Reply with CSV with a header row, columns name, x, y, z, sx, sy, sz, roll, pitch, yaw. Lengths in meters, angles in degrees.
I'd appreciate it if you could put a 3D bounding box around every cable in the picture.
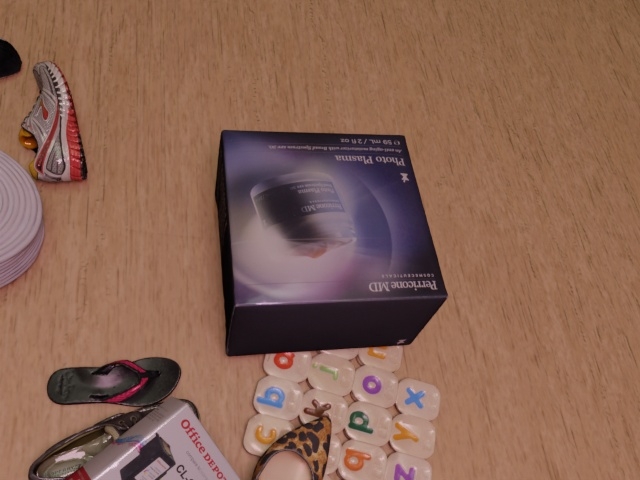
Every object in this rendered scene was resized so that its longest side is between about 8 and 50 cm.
name,x,y,z,sx,sy,sz,roll,pitch,yaw
cable,-0.523,-0.042,0.854,0.257,0.089,0.257,-7,60,-36

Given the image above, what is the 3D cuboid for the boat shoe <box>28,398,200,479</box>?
name,x,y,z,sx,sy,sz,roll,pitch,yaw
boat shoe,-0.262,0.268,0.794,0.223,0.073,0.080,-19,69,-21

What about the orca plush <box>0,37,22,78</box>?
name,x,y,z,sx,sy,sz,roll,pitch,yaw
orca plush,-0.651,-0.346,1.002,0.287,0.102,0.151,23,60,-1

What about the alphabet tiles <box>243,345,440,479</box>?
name,x,y,z,sx,sy,sz,roll,pitch,yaw
alphabet tiles,0.037,0.262,0.901,0.278,0.021,0.284,16,61,-5

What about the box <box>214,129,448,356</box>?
name,x,y,z,sx,sy,sz,roll,pitch,yaw
box,0.000,0.000,0.925,0.296,0.183,0.294,-2,60,-14

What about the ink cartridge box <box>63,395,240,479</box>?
name,x,y,z,sx,sy,sz,roll,pitch,yaw
ink cartridge box,-0.206,0.295,0.739,0.175,0.072,0.127,-37,101,-26

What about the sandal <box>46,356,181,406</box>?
name,x,y,z,sx,sy,sz,roll,pitch,yaw
sandal,-0.284,0.196,0.845,0.179,0.040,0.067,-2,64,-15

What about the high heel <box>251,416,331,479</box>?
name,x,y,z,sx,sy,sz,roll,pitch,yaw
high heel,-0.042,0.306,0.735,0.093,0.186,0.261,39,59,4

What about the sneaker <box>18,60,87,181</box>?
name,x,y,z,sx,sy,sz,roll,pitch,yaw
sneaker,-0.441,-0.196,0.984,0.092,0.088,0.225,-11,66,-17
